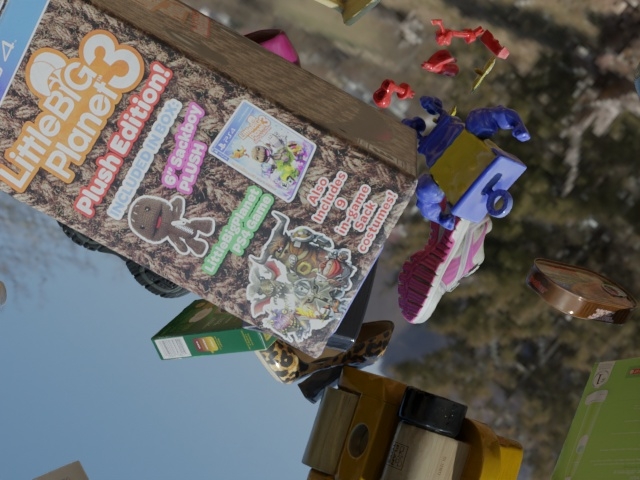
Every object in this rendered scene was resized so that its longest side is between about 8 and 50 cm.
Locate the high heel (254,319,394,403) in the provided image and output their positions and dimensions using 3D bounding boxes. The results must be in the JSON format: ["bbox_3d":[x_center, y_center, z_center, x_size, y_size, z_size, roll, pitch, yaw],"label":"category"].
[{"bbox_3d":[0.002,0.146,1.896,0.093,0.186,0.261,54,-174,36],"label":"high heel"}]

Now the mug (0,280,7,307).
[{"bbox_3d":[-0.745,0.106,2.164,0.374,0.276,0.328,-4,-178,-28],"label":"mug"}]

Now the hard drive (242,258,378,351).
[{"bbox_3d":[0.000,0.000,1.528,0.172,0.255,0.054,16,168,-30],"label":"hard drive"}]

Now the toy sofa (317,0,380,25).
[{"bbox_3d":[-0.038,-0.541,2.175,0.362,0.150,0.177,17,-130,-39],"label":"toy sofa"}]

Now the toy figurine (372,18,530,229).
[{"bbox_3d":[0.160,-0.092,1.664,0.191,0.362,0.217,12,-147,-54],"label":"toy figurine"}]

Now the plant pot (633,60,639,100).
[{"bbox_3d":[0.513,-0.208,1.534,0.195,0.290,0.290,32,-178,0],"label":"plant pot"}]

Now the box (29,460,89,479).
[{"bbox_3d":[-0.439,0.489,2.004,0.181,0.182,0.119,53,153,34],"label":"box"}]

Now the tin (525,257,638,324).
[{"bbox_3d":[0.365,0.072,1.713,0.189,0.040,0.106,12,-152,-39],"label":"tin"}]

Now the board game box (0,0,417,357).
[{"bbox_3d":[-0.087,-0.073,0.896,0.291,0.141,0.232,28,-166,-4],"label":"board game box"}]

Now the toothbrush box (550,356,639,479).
[{"bbox_3d":[0.456,0.310,1.740,0.122,0.283,0.206,43,148,-22],"label":"toothbrush box"}]

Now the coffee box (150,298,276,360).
[{"bbox_3d":[-0.121,0.109,1.609,0.113,0.184,0.040,-43,-63,-51],"label":"coffee box"}]

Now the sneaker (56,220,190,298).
[{"bbox_3d":[-0.302,-0.032,1.906,0.286,0.109,0.130,42,-147,-21],"label":"sneaker"}]

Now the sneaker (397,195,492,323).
[{"bbox_3d":[0.229,0.040,2.171,0.111,0.252,0.103,20,-166,-33],"label":"sneaker"}]

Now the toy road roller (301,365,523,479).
[{"bbox_3d":[0.148,0.331,1.847,0.240,0.203,0.329,22,173,-30],"label":"toy road roller"}]

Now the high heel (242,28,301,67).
[{"bbox_3d":[-0.201,-0.247,1.639,0.377,0.127,0.181,11,140,11],"label":"high heel"}]
